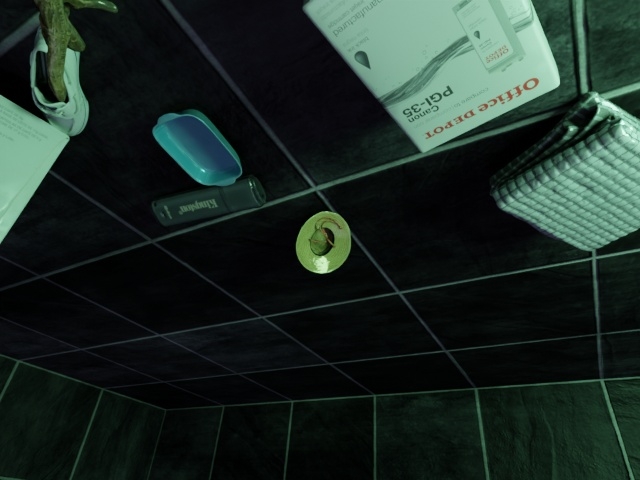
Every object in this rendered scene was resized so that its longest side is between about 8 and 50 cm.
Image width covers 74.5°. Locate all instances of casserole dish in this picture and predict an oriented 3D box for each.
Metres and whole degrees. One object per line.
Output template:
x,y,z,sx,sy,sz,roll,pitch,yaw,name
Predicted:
-0.226,-0.176,0.795,0.114,0.037,0.188,-12,141,23,casserole dish

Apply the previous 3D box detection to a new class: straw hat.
0.000,0.000,0.988,0.145,0.144,0.061,23,-178,-24,straw hat

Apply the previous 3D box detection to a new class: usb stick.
-0.248,-0.083,0.917,0.278,0.045,0.077,-9,127,21,usb stick

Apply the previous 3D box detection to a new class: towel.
0.474,-0.106,0.740,0.284,0.121,0.235,19,145,-22,towel

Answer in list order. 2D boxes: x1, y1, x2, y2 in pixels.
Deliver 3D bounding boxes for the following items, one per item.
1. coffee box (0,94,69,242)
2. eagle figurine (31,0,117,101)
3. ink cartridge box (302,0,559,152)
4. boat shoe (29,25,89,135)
-0.707,-0.089,0.684,0.334,0.338,0.338,-14,142,41,coffee box
-0.408,-0.349,0.480,0.298,0.225,0.226,36,98,6,eagle figurine
0.147,-0.273,0.536,0.207,0.117,0.283,-23,136,34,ink cartridge box
-0.439,-0.244,0.689,0.083,0.075,0.226,15,144,-13,boat shoe
